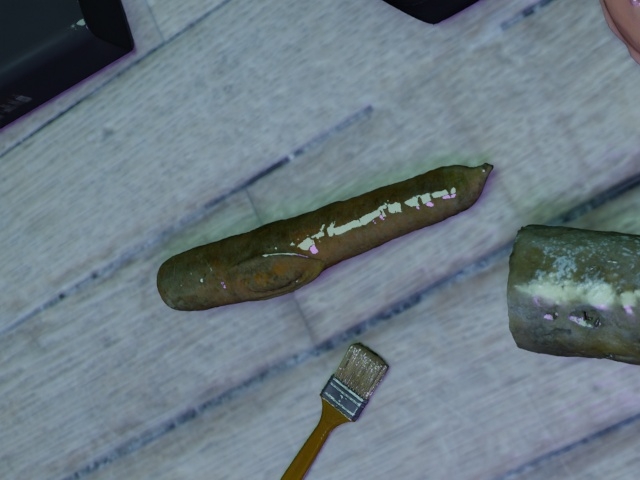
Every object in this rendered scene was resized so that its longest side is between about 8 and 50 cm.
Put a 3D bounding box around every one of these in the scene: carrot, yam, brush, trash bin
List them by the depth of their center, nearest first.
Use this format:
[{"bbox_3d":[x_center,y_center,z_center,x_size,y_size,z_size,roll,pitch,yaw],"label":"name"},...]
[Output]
[{"bbox_3d":[0.252,0.047,0.951,0.194,0.107,0.107,5,90,25],"label":"yam"},{"bbox_3d":[0.000,0.000,1.096,0.342,0.070,0.070,-19,80,22],"label":"carrot"},{"bbox_3d":[0.005,0.172,1.113,0.043,0.014,0.170,36,104,22],"label":"brush"},{"bbox_3d":[-0.322,-0.220,1.235,0.225,0.115,0.165,-23,77,19],"label":"trash bin"}]

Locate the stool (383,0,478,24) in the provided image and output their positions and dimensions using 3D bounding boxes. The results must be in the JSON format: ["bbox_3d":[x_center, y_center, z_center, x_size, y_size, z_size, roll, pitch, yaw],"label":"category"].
[{"bbox_3d":[0.083,-0.309,1.027,0.232,0.141,0.232,-1,87,26],"label":"stool"}]

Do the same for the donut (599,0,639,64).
[{"bbox_3d":[0.322,-0.248,0.945,0.232,0.085,0.199,-20,78,22],"label":"donut"}]
